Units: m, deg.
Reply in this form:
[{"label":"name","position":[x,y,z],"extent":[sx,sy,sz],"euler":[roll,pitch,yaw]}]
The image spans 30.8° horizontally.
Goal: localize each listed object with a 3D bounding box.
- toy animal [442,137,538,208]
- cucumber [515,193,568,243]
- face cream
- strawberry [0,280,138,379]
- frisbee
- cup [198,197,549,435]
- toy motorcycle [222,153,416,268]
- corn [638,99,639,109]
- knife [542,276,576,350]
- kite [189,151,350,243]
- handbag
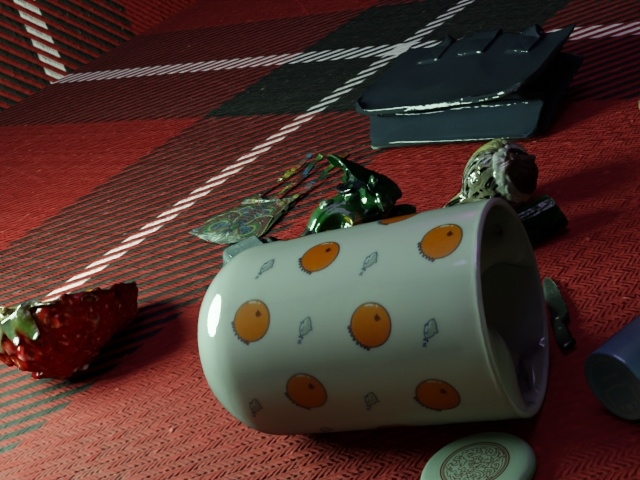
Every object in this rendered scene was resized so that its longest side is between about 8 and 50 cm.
[{"label":"toy animal","position":[0.227,-0.072,1.536],"extent":[0.137,0.098,0.098],"euler":[-40,26,-4]},{"label":"cucumber","position":[0.254,-0.016,1.442],"extent":[0.105,0.048,0.048],"euler":[-28,24,-11]},{"label":"face cream","position":[0.362,0.075,1.116],"extent":[0.250,0.077,0.077],"euler":[-32,26,-26]},{"label":"strawberry","position":[-0.331,0.124,1.552],"extent":[0.190,0.111,0.236],"euler":[-15,-2,37]},{"label":"frisbee","position":[0.144,0.211,1.072],"extent":[0.110,0.014,0.110],"euler":[-17,24,8]},{"label":"cup","position":[0.047,0.086,1.175],"extent":[0.317,0.212,0.212],"euler":[-9,26,25]},{"label":"toy motorcycle","position":[0.000,0.000,1.434],"extent":[0.275,0.187,0.125],"euler":[-27,25,-13]},{"label":"corn","position":[0.504,-0.147,1.461],"extent":[0.106,0.106,0.293],"euler":[-21,24,-2]},{"label":"knife","position":[0.260,0.077,1.279],"extent":[0.023,0.010,0.170],"euler":[-17,22,9]},{"label":"kite","position":[-0.071,-0.069,1.860],"extent":[0.152,0.015,0.285],"euler":[10,40,44]},{"label":"handbag","position":[0.247,-0.250,1.874],"extent":[0.326,0.118,0.269],"euler":[1,38,38]}]
